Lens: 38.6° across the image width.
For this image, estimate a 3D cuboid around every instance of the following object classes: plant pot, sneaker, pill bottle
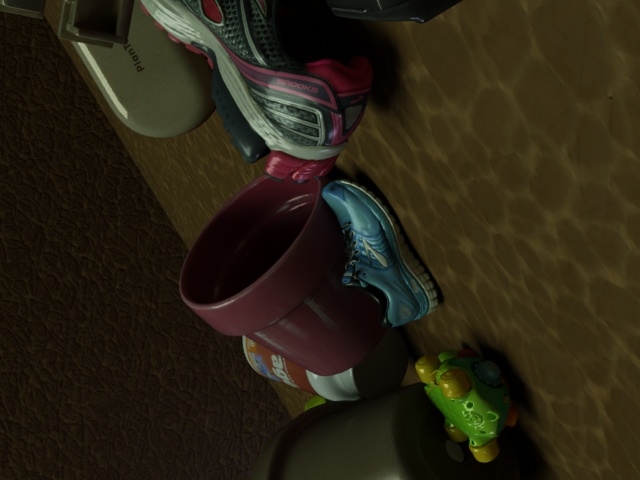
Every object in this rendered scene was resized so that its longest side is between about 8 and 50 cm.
[{"bbox_3d":[0.084,0.258,0.958,0.263,0.263,0.229,54,137,16],"label":"plant pot"},{"bbox_3d":[0.046,0.013,0.882,0.162,0.073,0.063,57,168,5],"label":"sneaker"},{"bbox_3d":[-0.054,-0.193,0.732,0.299,0.120,0.112,55,138,18],"label":"sneaker"},{"bbox_3d":[0.005,0.136,1.158,0.216,0.121,0.121,7,130,52],"label":"pill bottle"},{"bbox_3d":[-0.022,0.047,1.001,0.180,0.201,0.201,47,174,-28],"label":"plant pot"}]

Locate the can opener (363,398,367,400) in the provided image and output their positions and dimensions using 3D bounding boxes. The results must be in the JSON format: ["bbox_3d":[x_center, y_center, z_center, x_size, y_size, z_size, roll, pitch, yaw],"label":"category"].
[{"bbox_3d":[0.079,0.211,1.283,0.073,0.059,0.186,-28,105,35],"label":"can opener"}]

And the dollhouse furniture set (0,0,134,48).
[{"bbox_3d":[-0.331,-0.352,0.782,0.174,0.355,0.304,35,116,59],"label":"dollhouse furniture set"}]

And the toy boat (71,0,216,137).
[{"bbox_3d":[-0.222,-0.252,1.211,0.231,0.151,0.151,61,-162,-12],"label":"toy boat"}]

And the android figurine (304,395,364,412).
[{"bbox_3d":[0.067,0.308,1.302,0.248,0.056,0.273,30,-150,-40],"label":"android figurine"}]

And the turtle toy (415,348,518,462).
[{"bbox_3d":[0.137,0.139,0.851,0.095,0.066,0.130,64,167,-17],"label":"turtle toy"}]

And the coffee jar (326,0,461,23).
[{"bbox_3d":[0.017,-0.200,0.457,0.096,0.079,0.184,32,151,59],"label":"coffee jar"}]
